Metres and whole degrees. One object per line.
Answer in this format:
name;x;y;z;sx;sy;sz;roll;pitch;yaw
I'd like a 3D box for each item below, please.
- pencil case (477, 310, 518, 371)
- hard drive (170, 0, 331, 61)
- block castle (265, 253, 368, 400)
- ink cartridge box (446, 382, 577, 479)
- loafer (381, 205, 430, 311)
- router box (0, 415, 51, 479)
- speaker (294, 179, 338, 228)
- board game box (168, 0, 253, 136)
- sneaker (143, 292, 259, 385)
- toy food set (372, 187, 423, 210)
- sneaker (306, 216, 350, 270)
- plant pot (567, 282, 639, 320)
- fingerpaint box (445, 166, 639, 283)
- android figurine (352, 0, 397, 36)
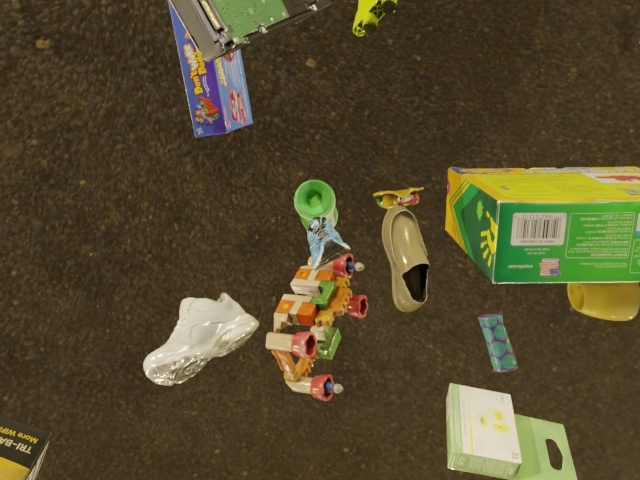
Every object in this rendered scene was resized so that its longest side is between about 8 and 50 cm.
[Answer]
pencil case;0.456;0.261;1.515;0.064;0.070;0.152;-16;88;12
hard drive;-0.127;-0.438;0.930;0.064;0.339;0.237;-18;110;36
block castle;0.022;0.278;2.009;0.212;0.453;0.303;2;131;27
ink cartridge box;0.352;0.361;1.088;0.234;0.171;0.056;9;121;6
loafer;0.123;0.024;0.803;0.056;0.050;0.148;-11;92;-26
router box;-0.449;0.235;0.530;0.308;0.243;0.081;22;114;-10
speaker;-0.010;-0.100;1.847;0.131;0.296;0.131;-1;81;3
board game box;-0.251;-0.430;1.373;0.078;0.233;0.348;-6;105;10
sneaker;-0.212;0.154;0.972;0.115;0.232;0.090;48;121;13
toy food set;0.241;-0.118;1.788;0.128;0.218;0.071;-7;92;25
sneaker;0.000;0.000;0.928;0.063;0.162;0.073;-28;94;-4
plant pot;0.559;0.102;1.189;0.095;0.134;0.134;-9;118;-5
fingerpaint box;0.514;-0.044;1.197;0.444;0.371;0.163;-1;106;-2
android figurine;0.172;-0.691;1.645;0.056;0.273;0.248;27;137;-22
